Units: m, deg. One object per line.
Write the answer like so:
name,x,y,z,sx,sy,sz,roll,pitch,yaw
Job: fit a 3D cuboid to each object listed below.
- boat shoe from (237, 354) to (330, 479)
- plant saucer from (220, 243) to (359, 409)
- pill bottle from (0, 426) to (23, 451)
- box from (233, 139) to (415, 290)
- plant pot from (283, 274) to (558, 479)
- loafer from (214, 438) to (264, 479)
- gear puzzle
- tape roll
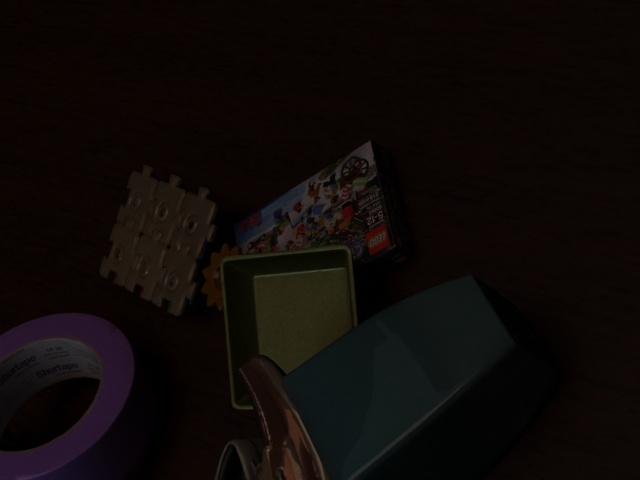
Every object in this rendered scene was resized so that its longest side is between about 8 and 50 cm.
boat shoe,-0.025,0.272,1.562,0.116,0.123,0.324,-30,61,2
plant saucer,-0.025,0.104,1.697,0.188,0.045,0.188,-6,89,32
pill bottle,-0.438,0.354,1.933,0.130,0.130,0.246,-57,45,6
box,0.000,0.000,1.764,0.233,0.044,0.159,-31,53,28
plant pot,0.118,0.158,1.508,0.234,0.166,0.165,-42,49,15
loafer,-0.098,0.386,1.627,0.112,0.111,0.319,-11,64,38
gear puzzle,-0.183,0.010,1.901,0.339,0.044,0.175,21,94,53
tape roll,-0.356,0.227,1.865,0.275,0.090,0.274,-12,45,12
